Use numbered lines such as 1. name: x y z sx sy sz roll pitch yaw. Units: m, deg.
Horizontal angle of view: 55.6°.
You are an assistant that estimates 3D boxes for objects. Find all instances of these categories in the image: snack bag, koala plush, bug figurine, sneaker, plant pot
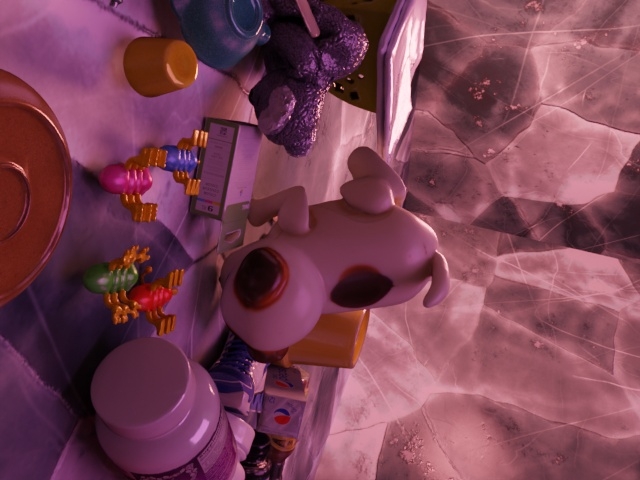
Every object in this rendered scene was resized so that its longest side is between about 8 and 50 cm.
1. snack bag: 0.173 -0.372 1.227 0.323 0.037 0.343 81 27 -58
2. koala plush: -0.040 -0.254 0.984 0.196 0.203 0.221 41 61 -74
3. bug figurine: -0.222 -0.016 0.776 0.216 0.072 0.279 -3 105 -78
4. sneaker: -0.166 0.242 1.205 0.315 0.127 0.182 78 25 -76
5. plant pot: 0.069 -0.428 1.264 0.227 0.207 0.228 92 18 -44
6. plant pot: -0.296 -0.034 0.541 0.236 0.032 0.236 14 90 -76
7. plant pot: -0.011 0.211 1.522 0.254 0.239 0.254 15 90 -76

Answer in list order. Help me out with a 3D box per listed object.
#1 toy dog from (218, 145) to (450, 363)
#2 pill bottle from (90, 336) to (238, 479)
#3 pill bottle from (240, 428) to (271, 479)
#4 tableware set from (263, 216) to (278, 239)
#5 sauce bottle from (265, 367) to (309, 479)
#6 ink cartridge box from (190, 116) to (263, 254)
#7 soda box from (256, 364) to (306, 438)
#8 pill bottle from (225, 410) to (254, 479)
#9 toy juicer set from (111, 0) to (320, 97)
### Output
1. toy dog: -0.002 0.065 1.159 0.408 0.395 0.285 -24 144 -27
2. pill bottle: -0.219 0.267 0.868 0.301 0.169 0.169 86 22 -51
3. pill bottle: -0.183 0.562 1.422 0.123 0.122 0.219 -8 111 -76
4. tableware set: -0.099 -0.023 1.394 0.141 0.020 0.169 52 53 -74
5. sauce bottle: -0.111 0.527 1.709 0.111 0.111 0.344 -26 128 -73
6. ink cartridge box: -0.156 -0.091 0.993 0.109 0.062 0.209 -29 131 -73
7. soda box: -0.098 0.371 1.452 0.286 0.098 0.091 -143 -113 -83
8. pill bottle: -0.226 0.437 1.031 0.160 0.160 0.283 85 23 -54
9. toy juicer set: -0.133 -0.322 0.761 0.329 0.089 0.209 -40 127 -45
